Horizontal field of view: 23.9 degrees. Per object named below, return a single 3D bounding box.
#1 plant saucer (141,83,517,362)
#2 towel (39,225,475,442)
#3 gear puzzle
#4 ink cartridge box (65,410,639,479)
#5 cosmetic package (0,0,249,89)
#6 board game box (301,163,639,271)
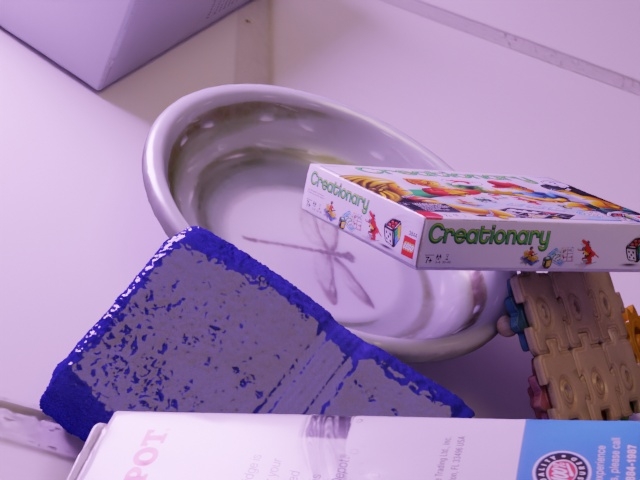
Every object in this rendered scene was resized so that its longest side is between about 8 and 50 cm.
[{"bbox_3d":[0.000,0.000,1.518,0.400,0.100,0.400,19,34,-13],"label":"plant saucer"},{"bbox_3d":[-0.052,0.148,1.262,0.308,0.076,0.227,35,59,7],"label":"towel"},{"bbox_3d":[0.272,0.105,1.547,0.339,0.044,0.175,-1,74,-58],"label":"gear puzzle"},{"bbox_3d":[0.015,0.258,0.984,0.395,0.166,0.285,0,31,14],"label":"ink cartridge box"},{"bbox_3d":[-0.208,-0.367,1.800,0.230,0.161,0.453,34,34,9],"label":"cosmetic package"},{"bbox_3d":[0.161,-0.021,1.456,0.305,0.053,0.193,1,16,-34],"label":"board game box"}]
